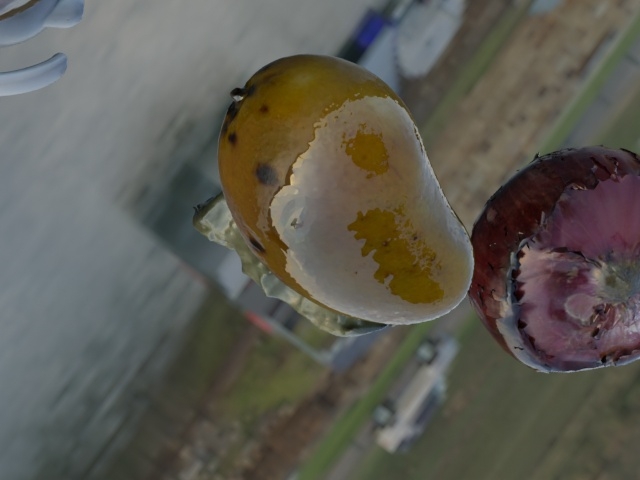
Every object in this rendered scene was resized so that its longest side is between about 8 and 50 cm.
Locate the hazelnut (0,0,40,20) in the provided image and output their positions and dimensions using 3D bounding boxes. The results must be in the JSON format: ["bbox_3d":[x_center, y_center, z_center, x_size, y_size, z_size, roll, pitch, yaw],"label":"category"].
[{"bbox_3d":[-0.221,-0.267,0.909,0.359,0.409,0.359,-24,131,-31],"label":"hazelnut"}]

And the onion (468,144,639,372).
[{"bbox_3d":[0.182,0.002,1.420,0.184,0.184,0.147,-56,-143,22],"label":"onion"}]

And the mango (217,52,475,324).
[{"bbox_3d":[0.011,-0.022,1.064,0.115,0.178,0.090,-13,-139,20],"label":"mango"}]

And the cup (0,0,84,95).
[{"bbox_3d":[-0.235,-0.192,1.369,0.173,0.142,0.134,-126,-135,-54],"label":"cup"}]

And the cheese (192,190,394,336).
[{"bbox_3d":[0.000,0.000,1.737,0.091,0.202,0.175,-54,169,29],"label":"cheese"}]
